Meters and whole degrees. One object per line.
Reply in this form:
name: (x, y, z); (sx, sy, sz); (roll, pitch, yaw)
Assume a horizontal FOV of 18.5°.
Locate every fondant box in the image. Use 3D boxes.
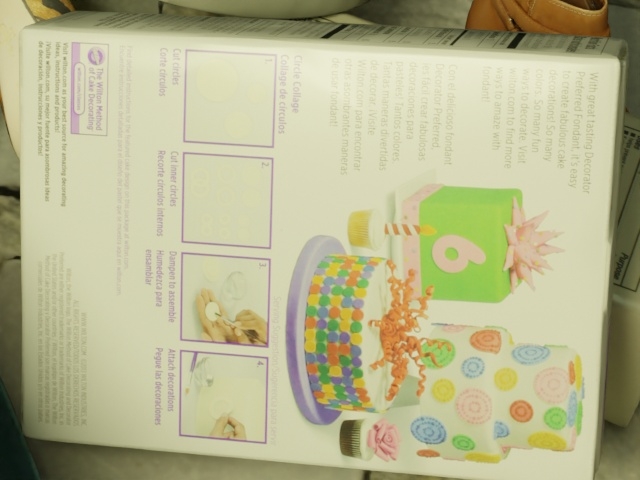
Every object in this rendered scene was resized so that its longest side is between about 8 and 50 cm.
fondant box: (0.000, 0.000, 1.110); (0.330, 0.238, 0.096); (4, 13, 11)

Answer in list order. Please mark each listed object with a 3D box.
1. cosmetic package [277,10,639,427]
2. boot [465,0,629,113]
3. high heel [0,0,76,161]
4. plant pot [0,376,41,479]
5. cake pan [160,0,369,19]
cosmetic package: (0.086, -0.019, 1.235); (0.296, 0.129, 0.153); (21, 54, 8)
boot: (0.174, -0.104, 1.289); (0.197, 0.152, 0.073); (36, 59, 17)
high heel: (-0.166, -0.136, 1.281); (0.261, 0.093, 0.186); (40, 32, -23)
plant pot: (-0.278, 0.158, 1.005); (0.252, 0.247, 0.248); (-25, 61, -5)
cake pan: (-0.070, -0.226, 1.279); (0.293, 0.054, 0.293); (11, 31, -7)
